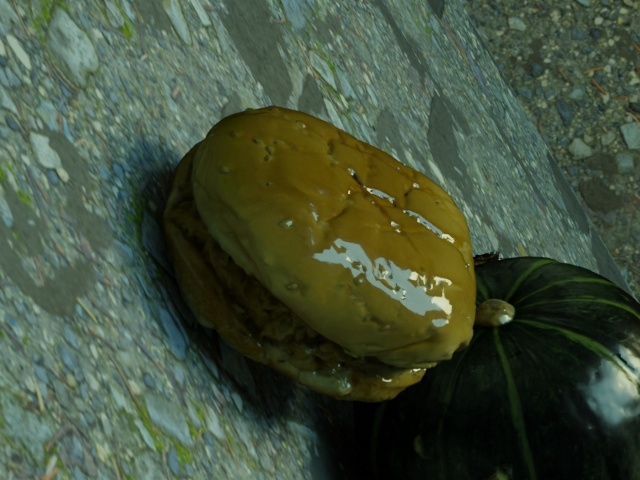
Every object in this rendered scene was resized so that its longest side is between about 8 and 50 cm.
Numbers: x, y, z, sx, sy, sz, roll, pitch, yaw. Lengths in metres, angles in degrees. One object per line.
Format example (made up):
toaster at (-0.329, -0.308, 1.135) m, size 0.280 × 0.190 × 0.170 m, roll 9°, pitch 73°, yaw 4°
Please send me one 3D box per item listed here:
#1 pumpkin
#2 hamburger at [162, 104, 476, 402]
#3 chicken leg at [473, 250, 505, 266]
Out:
pumpkin at (0.188, 0.159, 1.888) m, size 0.323 × 0.323 × 0.241 m, roll -84°, pitch 154°, yaw -59°
hamburger at (0.000, 0.000, 1.763) m, size 0.318 × 0.158 × 0.318 m, roll 29°, pitch 31°, yaw -19°
chicken leg at (0.199, 0.109, 2.282) m, size 0.361 × 0.140 × 0.211 m, roll 39°, pitch 37°, yaw -59°
